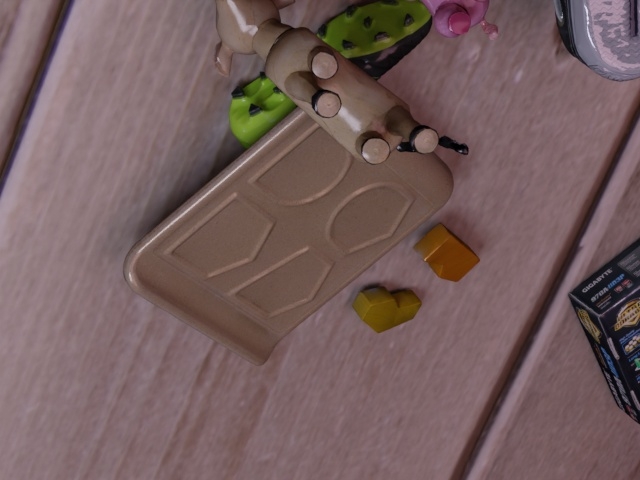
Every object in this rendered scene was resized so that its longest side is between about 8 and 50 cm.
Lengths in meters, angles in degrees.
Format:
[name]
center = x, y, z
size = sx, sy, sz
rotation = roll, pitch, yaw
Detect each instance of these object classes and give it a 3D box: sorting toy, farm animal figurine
[sorting toy]
center = 0.000, 0.000, 1.478
size = 0.229, 0.041, 0.307
rotation = -43, 144, 7
[farm animal figurine]
center = -0.045, -0.220, 1.244
size = 0.327, 0.172, 0.330
rotation = 3, 103, -14

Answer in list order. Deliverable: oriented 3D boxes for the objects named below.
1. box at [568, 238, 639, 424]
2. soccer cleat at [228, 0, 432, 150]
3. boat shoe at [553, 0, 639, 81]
[box]
center = 0.357, 0.053, 1.747
size = 0.220, 0.051, 0.175
rotation = -37, 131, -8
[soccer cleat]
center = 0.010, -0.125, 1.415
size = 0.179, 0.060, 0.072
rotation = -32, 140, -5
[boat shoe]
center = 0.213, -0.292, 1.406
size = 0.121, 0.119, 0.335
rotation = 1, 98, -20
